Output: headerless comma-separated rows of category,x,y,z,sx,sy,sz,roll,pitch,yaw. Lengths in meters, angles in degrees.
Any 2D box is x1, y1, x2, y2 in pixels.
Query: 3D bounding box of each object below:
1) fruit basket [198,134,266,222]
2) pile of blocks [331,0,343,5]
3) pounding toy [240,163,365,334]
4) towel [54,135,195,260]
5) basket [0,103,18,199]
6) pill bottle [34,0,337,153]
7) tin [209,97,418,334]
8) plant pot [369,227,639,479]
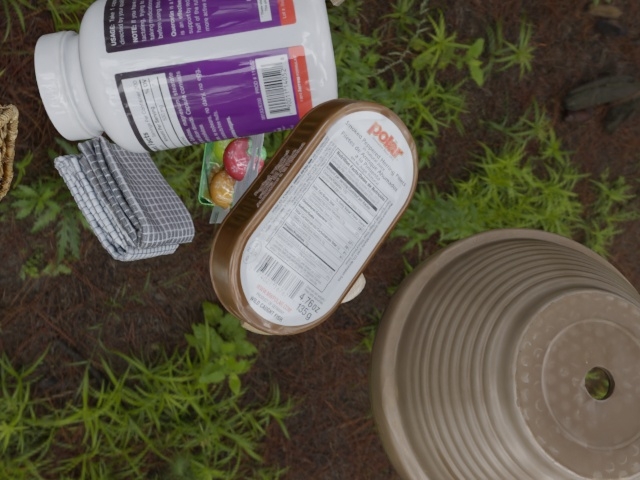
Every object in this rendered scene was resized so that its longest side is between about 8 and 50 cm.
fruit basket,-0.222,-0.206,1.712,0.166,0.353,0.326,8,87,-32
pile of blocks,-0.004,-0.641,1.163,0.113,0.149,0.361,-24,106,-60
pounding toy,0.000,0.000,0.781,0.154,0.155,0.269,21,69,-26
towel,-0.426,-0.099,1.395,0.121,0.235,0.283,-32,86,17
basket,-0.734,-0.121,1.240,0.223,0.213,0.299,2,146,-31
pill bottle,-0.148,-0.205,0.725,0.323,0.181,0.181,-9,117,0
tin,0.001,-0.017,0.449,0.106,0.040,0.189,42,78,-36
plant pot,0.162,0.098,0.430,0.238,0.110,0.237,3,77,-11
